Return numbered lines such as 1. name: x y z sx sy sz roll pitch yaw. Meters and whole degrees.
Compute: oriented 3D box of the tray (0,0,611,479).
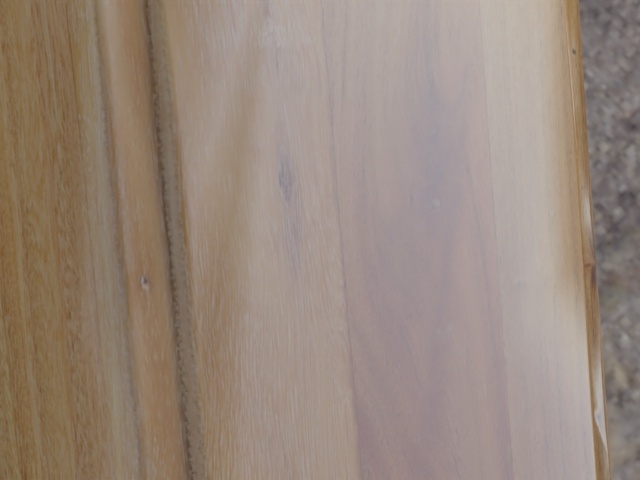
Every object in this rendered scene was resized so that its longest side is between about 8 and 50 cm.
1. tray: 0.000 0.000 0.407 0.203 0.076 0.411 -12 100 -48
